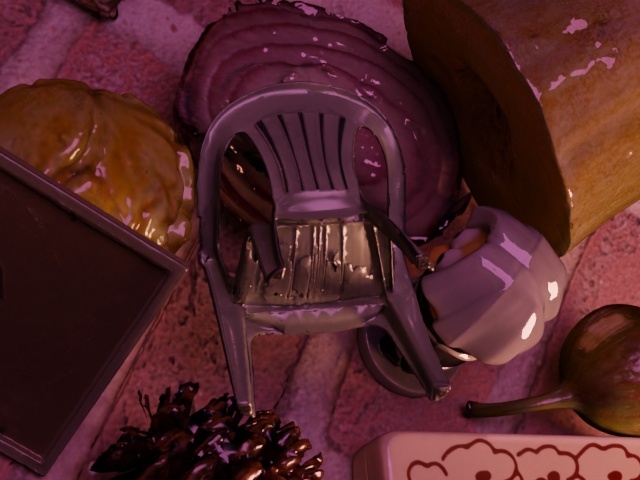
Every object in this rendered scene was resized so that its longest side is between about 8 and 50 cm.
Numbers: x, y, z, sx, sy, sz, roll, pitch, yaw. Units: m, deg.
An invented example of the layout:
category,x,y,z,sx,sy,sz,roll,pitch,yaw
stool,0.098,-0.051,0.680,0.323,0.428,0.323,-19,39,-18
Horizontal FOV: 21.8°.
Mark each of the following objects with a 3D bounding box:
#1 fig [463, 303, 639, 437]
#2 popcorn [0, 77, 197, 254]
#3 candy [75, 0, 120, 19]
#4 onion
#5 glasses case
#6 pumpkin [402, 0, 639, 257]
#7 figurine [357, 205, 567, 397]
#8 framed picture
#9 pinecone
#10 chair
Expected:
category,x,y,z,sx,sy,sz,roll,pitch,yaw
fig,0.271,0.152,1.750,0.245,0.149,0.149,-15,76,-19
popcorn,-0.227,-0.047,1.552,0.221,0.184,0.204,28,66,-15
candy,-0.230,-0.288,1.717,0.110,0.085,0.095,32,49,2
onion,-0.001,-0.106,1.721,0.314,0.146,0.280,24,46,-6
glasses case,0.200,0.271,1.684,0.336,0.076,0.144,4,68,-25
pumpkin,0.246,-0.158,1.714,0.199,0.332,0.332,-25,80,-8
figurine,0.148,0.059,1.655,0.133,0.236,0.176,40,58,-5
framed picture,-0.321,0.031,1.463,0.335,0.247,0.022,32,14,-11
pinecone,-0.109,0.231,1.479,0.221,0.221,0.221,10,64,-22
chair,0.000,0.000,1.508,0.203,0.190,0.274,-5,31,-12
